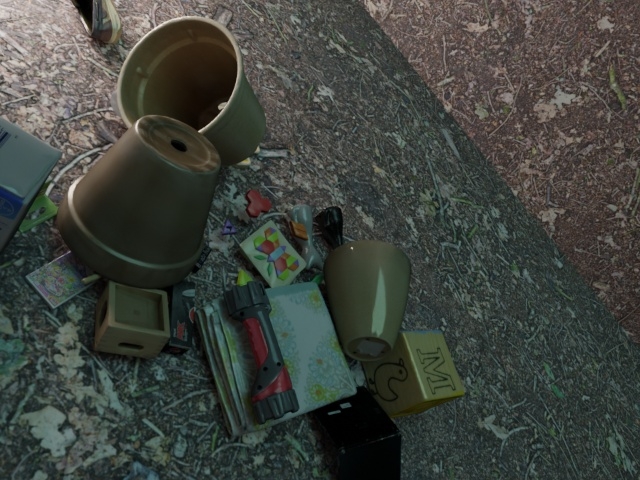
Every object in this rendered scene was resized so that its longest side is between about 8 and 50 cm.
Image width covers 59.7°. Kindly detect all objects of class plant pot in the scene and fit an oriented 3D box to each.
[{"bbox_3d":[-0.363,-0.104,1.217,0.323,0.280,0.323,28,31,-19],"label":"plant pot"},{"bbox_3d":[-0.296,-0.351,1.459,0.333,0.334,0.305,68,11,18],"label":"plant pot"},{"bbox_3d":[0.131,0.183,1.539,0.256,0.256,0.274,30,41,-26],"label":"plant pot"}]

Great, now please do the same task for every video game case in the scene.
[{"bbox_3d":[-0.541,0.081,1.172,0.087,0.011,0.122,50,38,-3],"label":"video game case"}]

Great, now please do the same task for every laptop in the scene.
[{"bbox_3d":[0.084,0.532,1.448,0.234,0.136,0.264,4,33,-44],"label":"laptop"}]

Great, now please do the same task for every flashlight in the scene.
[{"bbox_3d":[-0.140,0.245,1.237,0.103,0.103,0.304,14,50,-63],"label":"flashlight"}]

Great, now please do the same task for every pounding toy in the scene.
[{"bbox_3d":[-0.429,0.136,1.184,0.181,0.094,0.206,18,34,-32],"label":"pounding toy"}]

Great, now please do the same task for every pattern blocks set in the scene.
[{"bbox_3d":[-0.129,0.041,1.543,0.325,0.026,0.285,41,55,-16],"label":"pattern blocks set"}]

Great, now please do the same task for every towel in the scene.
[{"bbox_3d":[-0.104,0.274,1.373,0.375,0.090,0.320,-7,72,-41],"label":"towel"}]

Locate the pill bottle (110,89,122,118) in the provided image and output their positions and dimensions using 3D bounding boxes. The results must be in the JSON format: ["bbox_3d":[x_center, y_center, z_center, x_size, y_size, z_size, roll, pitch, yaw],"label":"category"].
[{"bbox_3d":[-0.474,-0.387,1.522,0.103,0.103,0.184,53,39,0],"label":"pill bottle"}]

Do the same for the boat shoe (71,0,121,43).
[{"bbox_3d":[-0.656,-0.688,1.576,0.092,0.103,0.285,-15,78,-54],"label":"boat shoe"}]

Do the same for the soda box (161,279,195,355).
[{"bbox_3d":[-0.327,0.174,1.280,0.060,0.053,0.168,20,49,-34],"label":"soda box"}]

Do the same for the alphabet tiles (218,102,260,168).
[{"bbox_3d":[-0.314,-0.347,1.717,0.278,0.021,0.284,-2,63,-46],"label":"alphabet tiles"}]

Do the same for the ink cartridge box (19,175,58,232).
[{"bbox_3d":[-0.652,-0.130,1.181,0.209,0.062,0.109,49,38,-5],"label":"ink cartridge box"}]

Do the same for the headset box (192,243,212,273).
[{"bbox_3d":[-0.320,0.038,1.407,0.062,0.032,0.083,38,42,-16],"label":"headset box"}]

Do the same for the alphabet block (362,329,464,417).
[{"bbox_3d":[0.261,0.383,1.599,0.193,0.192,0.197,6,56,-40],"label":"alphabet block"}]

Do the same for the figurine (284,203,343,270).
[{"bbox_3d":[0.000,0.000,1.719,0.215,0.092,0.209,0,66,-44],"label":"figurine"}]

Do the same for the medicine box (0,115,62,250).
[{"bbox_3d":[-0.652,-0.103,0.978,0.263,0.289,0.149,32,40,-23],"label":"medicine box"}]
